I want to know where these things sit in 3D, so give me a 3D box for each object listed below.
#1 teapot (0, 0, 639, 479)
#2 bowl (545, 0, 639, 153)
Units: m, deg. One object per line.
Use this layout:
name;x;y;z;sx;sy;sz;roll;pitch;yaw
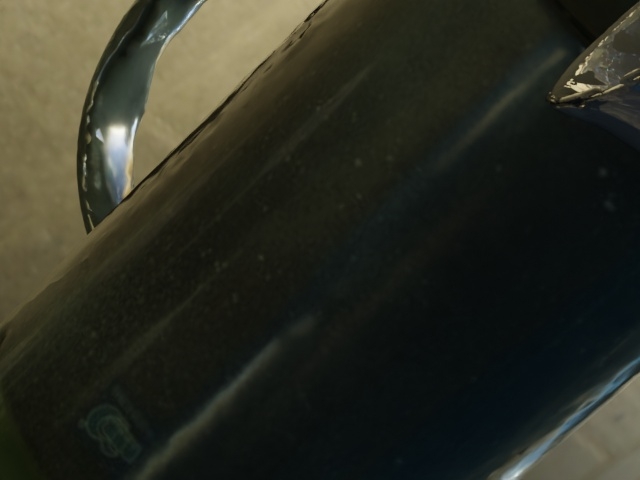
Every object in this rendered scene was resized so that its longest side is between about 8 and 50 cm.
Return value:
teapot;0.000;0.000;0.659;0.337;0.270;0.200;-44;151;16
bowl;0.143;-0.047;0.332;0.189;0.086;0.189;-35;-174;4
